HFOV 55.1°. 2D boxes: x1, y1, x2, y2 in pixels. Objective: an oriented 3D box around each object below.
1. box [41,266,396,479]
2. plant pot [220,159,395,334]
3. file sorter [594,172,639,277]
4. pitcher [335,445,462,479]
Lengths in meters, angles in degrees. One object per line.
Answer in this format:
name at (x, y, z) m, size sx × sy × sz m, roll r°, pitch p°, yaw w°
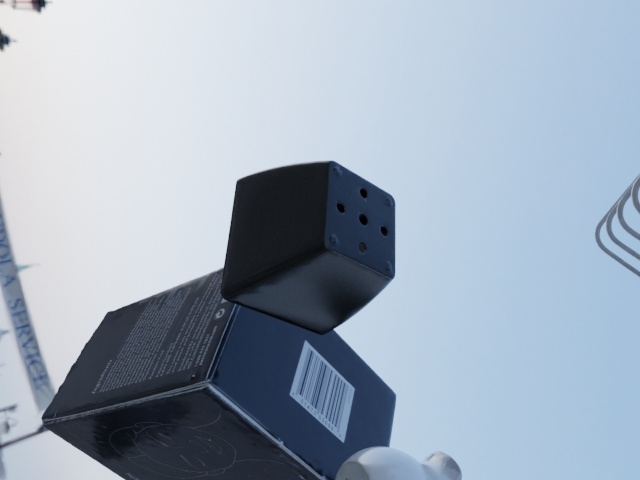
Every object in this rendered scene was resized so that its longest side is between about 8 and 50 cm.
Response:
box at (-0.181, 0.336, 1.222) m, size 0.471 × 0.298 × 0.480 m, roll -21°, pitch -56°, yaw 32°
plant pot at (0.000, 0.000, 0.826) m, size 0.166 × 0.188 × 0.188 m, roll -23°, pitch -128°, yaw 42°
file sorter at (0.447, -0.046, 0.679) m, size 0.173 × 0.193 × 0.277 m, roll 40°, pitch -1°, yaw 18°
pitcher at (0.116, 0.423, 0.985) m, size 0.125 × 0.207 × 0.178 m, roll 16°, pitch -92°, yaw 51°
